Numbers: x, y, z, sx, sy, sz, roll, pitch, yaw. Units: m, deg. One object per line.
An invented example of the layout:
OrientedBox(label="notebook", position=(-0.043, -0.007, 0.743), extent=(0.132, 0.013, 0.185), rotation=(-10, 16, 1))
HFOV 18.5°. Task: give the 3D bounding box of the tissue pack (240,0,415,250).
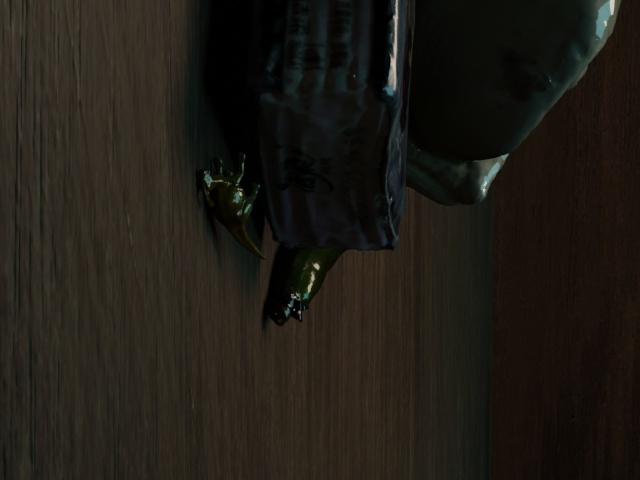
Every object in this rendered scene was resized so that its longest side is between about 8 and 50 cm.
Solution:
OrientedBox(label="tissue pack", position=(0.014, -0.199, 1.402), extent=(0.259, 0.122, 0.361), rotation=(80, 12, -64))

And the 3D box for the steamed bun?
OrientedBox(label="steamed bun", position=(0.108, -0.212, 1.660), extent=(0.310, 0.219, 0.324), rotation=(-53, -165, 52))

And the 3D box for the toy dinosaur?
OrientedBox(label="toy dinosaur", position=(-0.055, -0.025, 1.266), extent=(0.113, 0.026, 0.041), rotation=(55, 42, -60))

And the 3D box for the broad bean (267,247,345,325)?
OrientedBox(label="broad bean", position=(0.000, -0.001, 1.577), extent=(0.297, 0.043, 0.060), rotation=(-57, 158, -72))
